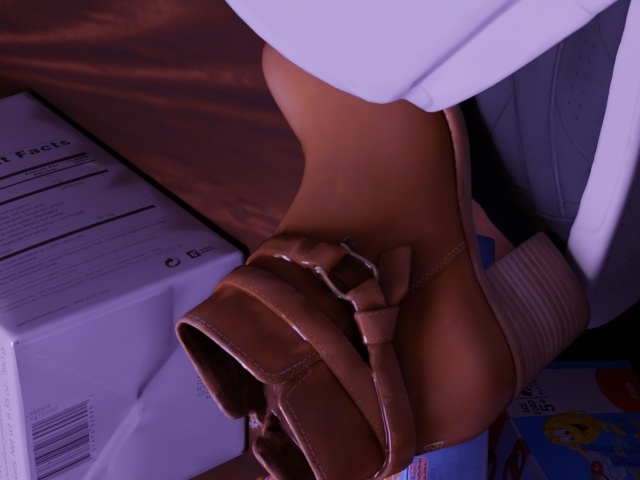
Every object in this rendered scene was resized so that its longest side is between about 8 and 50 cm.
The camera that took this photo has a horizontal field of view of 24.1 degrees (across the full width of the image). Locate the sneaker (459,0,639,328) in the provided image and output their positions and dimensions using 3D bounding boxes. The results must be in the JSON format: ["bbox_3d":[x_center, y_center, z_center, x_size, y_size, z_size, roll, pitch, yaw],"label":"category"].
[{"bbox_3d":[0.101,-0.107,0.596,0.147,0.105,0.295,42,143,27],"label":"sneaker"}]

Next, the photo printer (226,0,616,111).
[{"bbox_3d":[0.111,-0.199,0.367,0.107,0.307,0.256,39,149,-10],"label":"photo printer"}]

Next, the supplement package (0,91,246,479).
[{"bbox_3d":[-0.207,0.044,1.063,0.293,0.175,0.177,34,135,42],"label":"supplement package"}]

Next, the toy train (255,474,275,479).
[{"bbox_3d":[-0.032,0.129,0.857,0.046,0.166,0.125,27,96,2],"label":"toy train"}]

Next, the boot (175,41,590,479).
[{"bbox_3d":[0.000,0.000,0.600,0.197,0.152,0.073,49,147,18],"label":"boot"}]

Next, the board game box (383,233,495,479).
[{"bbox_3d":[0.034,0.118,0.707,0.211,0.039,0.160,108,171,-54],"label":"board game box"}]

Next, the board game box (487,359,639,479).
[{"bbox_3d":[0.119,0.265,0.668,0.302,0.086,0.308,-118,36,-51],"label":"board game box"}]
